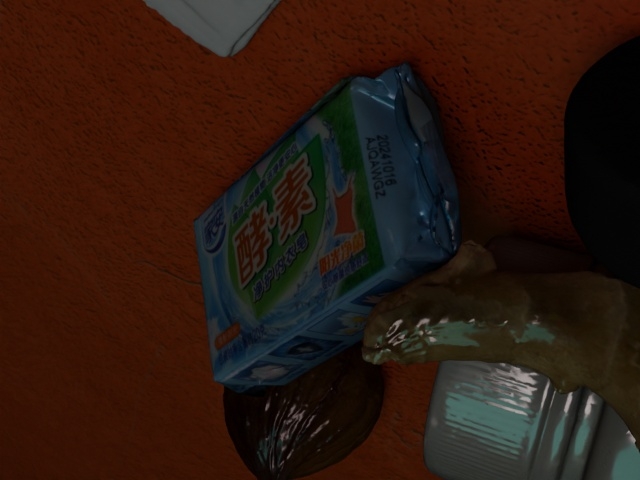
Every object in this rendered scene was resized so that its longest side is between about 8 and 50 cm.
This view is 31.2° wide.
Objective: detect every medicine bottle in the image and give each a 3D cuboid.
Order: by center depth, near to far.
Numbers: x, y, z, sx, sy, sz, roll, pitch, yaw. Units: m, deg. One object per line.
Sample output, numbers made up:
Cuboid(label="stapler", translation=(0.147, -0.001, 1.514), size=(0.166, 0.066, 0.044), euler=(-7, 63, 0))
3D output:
Cuboid(label="medicine bottle", translation=(0.254, 0.123, 0.761), size=(0.339, 0.208, 0.208), euler=(16, 135, 16))

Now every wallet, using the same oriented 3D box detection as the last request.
Cuboid(label="wallet", translation=(-0.068, -0.207, 0.773), size=(0.124, 0.032, 0.183), euler=(38, 135, -11))

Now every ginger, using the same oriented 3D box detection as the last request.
Cuboid(label="ginger", translation=(0.163, 0.076, 0.650), size=(0.294, 0.086, 0.131), euler=(11, 91, 27))

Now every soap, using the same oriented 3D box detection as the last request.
Cuboid(label="soap", translation=(0.000, 0.000, 0.837), size=(0.077, 0.156, 0.293), euler=(9, 148, -35))

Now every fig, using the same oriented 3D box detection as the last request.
Cuboid(label="fig", translation=(-0.032, 0.173, 0.981), size=(0.133, 0.201, 0.146), euler=(31, 144, -13))

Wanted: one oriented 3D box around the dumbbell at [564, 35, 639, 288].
Cuboid(label="dumbbell", translation=(0.217, -0.139, 0.549), size=(0.203, 0.204, 0.323), euler=(8, 132, 23))
